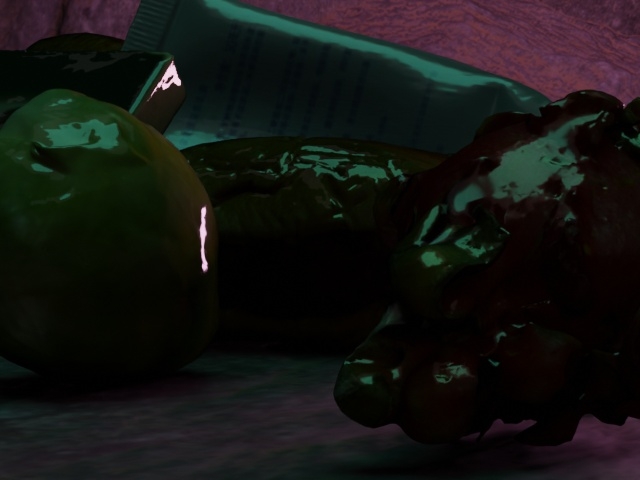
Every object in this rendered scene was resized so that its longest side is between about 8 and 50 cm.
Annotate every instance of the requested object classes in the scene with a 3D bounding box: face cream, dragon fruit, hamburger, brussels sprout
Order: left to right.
[{"bbox_3d":[-0.108,0.006,0.755,0.122,0.149,0.151,21,30,30],"label":"brussels sprout"},{"bbox_3d":[0.000,0.000,0.962,0.308,0.132,0.211,2,1,16],"label":"hamburger"},{"bbox_3d":[0.029,-0.059,1.130,0.420,0.235,0.137,16,-21,6],"label":"face cream"},{"bbox_3d":[0.080,0.019,0.599,0.207,0.150,0.133,-34,-19,-40],"label":"dragon fruit"}]

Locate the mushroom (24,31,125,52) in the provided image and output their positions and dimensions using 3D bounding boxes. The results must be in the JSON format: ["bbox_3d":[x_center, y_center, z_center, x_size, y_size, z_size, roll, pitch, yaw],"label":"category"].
[{"bbox_3d":[-0.122,-0.095,1.341,0.345,0.260,0.345,21,-12,5],"label":"mushroom"}]

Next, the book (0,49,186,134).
[{"bbox_3d":[-0.308,-0.049,1.042,0.371,0.043,0.260,7,46,25],"label":"book"}]
